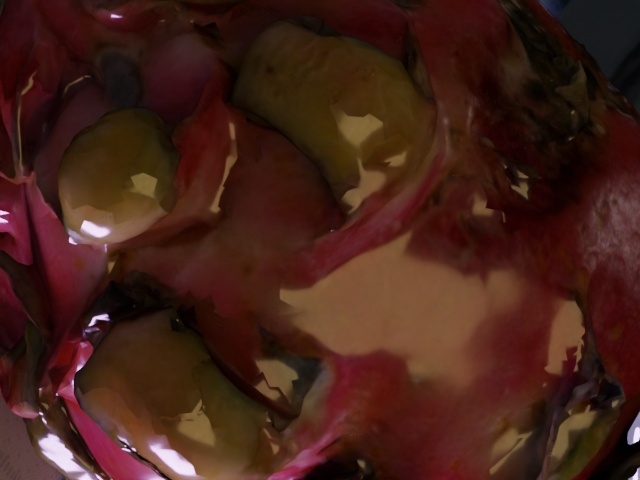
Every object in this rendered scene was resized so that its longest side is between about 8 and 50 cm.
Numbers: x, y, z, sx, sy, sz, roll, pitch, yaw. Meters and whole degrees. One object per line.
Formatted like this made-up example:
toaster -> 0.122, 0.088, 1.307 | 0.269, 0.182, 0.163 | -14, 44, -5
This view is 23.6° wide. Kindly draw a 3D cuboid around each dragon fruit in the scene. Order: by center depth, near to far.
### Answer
dragon fruit -> 0.000, 0.000, 0.536 | 0.250, 0.269, 0.291 | -47, 148, 4

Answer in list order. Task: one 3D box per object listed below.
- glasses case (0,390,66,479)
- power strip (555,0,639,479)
glasses case -> -0.185, 0.040, 0.532 | 0.125, 0.076, 0.327 | -63, 142, -36
power strip -> 0.236, 0.015, 0.791 | 0.357, 0.161, 0.357 | -18, 126, -27
